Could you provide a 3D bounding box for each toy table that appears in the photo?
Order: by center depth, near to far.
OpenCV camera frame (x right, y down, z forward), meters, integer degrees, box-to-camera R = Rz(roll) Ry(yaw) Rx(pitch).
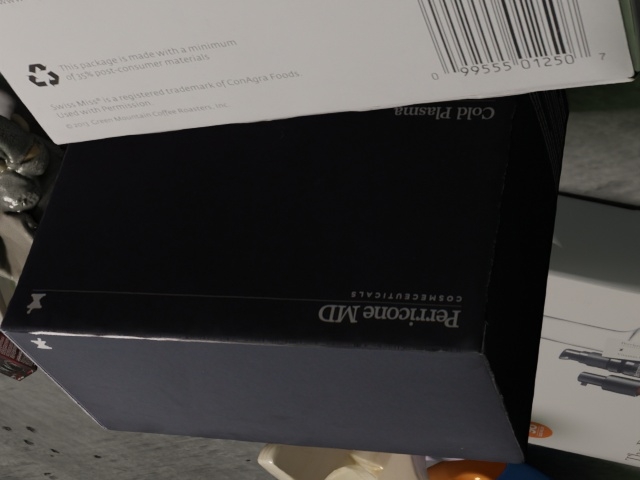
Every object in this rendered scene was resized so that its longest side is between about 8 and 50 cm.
[{"bbox_3d":[0.058,0.238,1.330,0.252,0.161,0.274,37,151,-17],"label":"toy table"}]

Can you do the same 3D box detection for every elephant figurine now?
[{"bbox_3d":[-0.261,-0.042,1.175,0.239,0.186,0.169,21,-166,7],"label":"elephant figurine"}]

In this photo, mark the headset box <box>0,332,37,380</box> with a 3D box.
[{"bbox_3d":[-0.426,0.154,1.652,0.083,0.032,0.062,28,147,-26],"label":"headset box"}]

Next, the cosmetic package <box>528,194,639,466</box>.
[{"bbox_3d":[0.299,0.108,1.226,0.284,0.097,0.377,13,150,6],"label":"cosmetic package"}]

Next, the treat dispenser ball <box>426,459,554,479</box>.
[{"bbox_3d":[0.212,0.421,1.589,0.288,0.288,0.288,10,150,6],"label":"treat dispenser ball"}]

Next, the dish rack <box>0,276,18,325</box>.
[{"bbox_3d":[-0.500,0.008,1.405,0.285,0.072,0.333,11,151,3],"label":"dish rack"}]

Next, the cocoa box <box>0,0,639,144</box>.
[{"bbox_3d":[-0.018,-0.221,0.642,0.347,0.228,0.231,-5,141,21],"label":"cocoa box"}]

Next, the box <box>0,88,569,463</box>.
[{"bbox_3d":[-0.009,-0.022,0.915,0.343,0.313,0.179,2,148,20],"label":"box"}]
